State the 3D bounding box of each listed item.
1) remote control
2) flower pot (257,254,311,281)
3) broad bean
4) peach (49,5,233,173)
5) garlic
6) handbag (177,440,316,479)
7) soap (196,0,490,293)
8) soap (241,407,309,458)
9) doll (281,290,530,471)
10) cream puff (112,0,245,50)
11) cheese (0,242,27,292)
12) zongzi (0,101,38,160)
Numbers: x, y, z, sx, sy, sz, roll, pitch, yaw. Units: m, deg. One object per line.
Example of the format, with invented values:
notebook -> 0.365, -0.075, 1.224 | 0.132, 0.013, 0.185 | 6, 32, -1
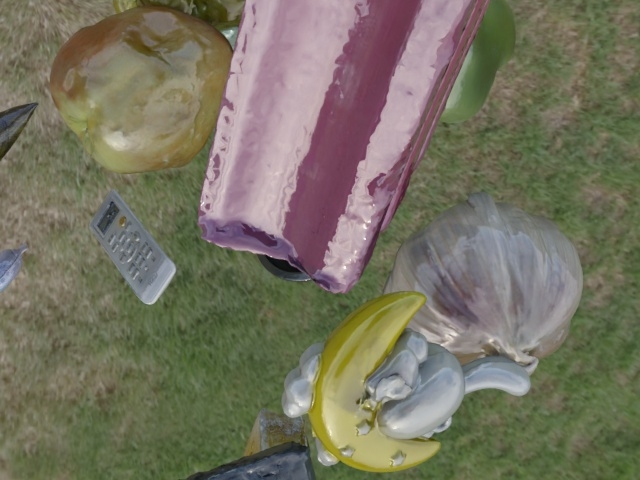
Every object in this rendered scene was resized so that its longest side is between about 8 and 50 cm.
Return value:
remote control -> -0.409, 0.012, 1.808 | 0.055, 0.313, 0.109 | 20, 109, -49
flower pot -> 0.000, 0.000, 1.713 | 0.235, 0.235, 0.148 | -48, 145, 0
broad bean -> 0.173, -0.238, 1.001 | 0.169, 0.100, 0.227 | 66, 35, -44
peach -> -0.213, -0.195, 1.052 | 0.236, 0.214, 0.214 | -32, 114, -11
garlic -> 0.242, 0.090, 1.271 | 0.322, 0.241, 0.321 | 6, 114, 13
handbag -> -0.109, 0.255, 0.571 | 0.271, 0.088, 0.175 | -24, 113, -9
soap -> 0.053, -0.172, 0.503 | 0.128, 0.233, 0.359 | 25, 129, 5
soap -> -0.084, 0.401, 1.282 | 0.080, 0.160, 0.257 | 7, 130, -16
doll -> 0.089, 0.171, 0.952 | 0.252, 0.111, 0.237 | -41, 115, 5
cream puff -> -0.164, -0.411, 1.213 | 0.275, 0.323, 0.269 | -8, 90, 25
cheese -> -0.693, 0.097, 1.691 | 0.244, 0.135, 0.052 | -48, 113, -9
zongzi -> -0.564, -0.152, 1.364 | 0.184, 0.187, 0.084 | -30, 115, 15
